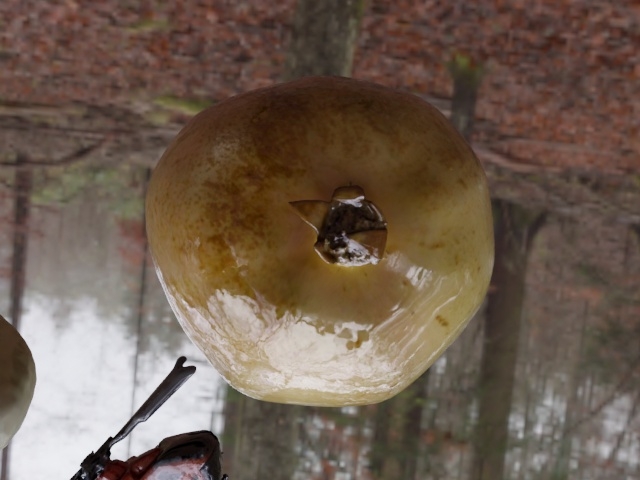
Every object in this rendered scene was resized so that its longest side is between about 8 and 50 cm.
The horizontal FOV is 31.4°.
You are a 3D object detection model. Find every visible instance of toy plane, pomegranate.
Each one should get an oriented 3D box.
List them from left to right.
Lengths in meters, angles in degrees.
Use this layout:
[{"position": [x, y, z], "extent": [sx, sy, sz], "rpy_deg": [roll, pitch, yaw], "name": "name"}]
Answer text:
[{"position": [-0.090, 0.118, 0.485], "extent": [0.060, 0.145, 0.037], "rpy_deg": [46, -172, -12], "name": "toy plane"}, {"position": [0.000, 0.000, 0.975], "extent": [0.319, 0.319, 0.319], "rpy_deg": [6, -175, 0], "name": "pomegranate"}]

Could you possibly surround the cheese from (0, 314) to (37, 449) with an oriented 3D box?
[{"position": [-0.327, 0.065, 0.720], "extent": [0.251, 0.248, 0.173], "rpy_deg": [-13, -146, 11], "name": "cheese"}]
